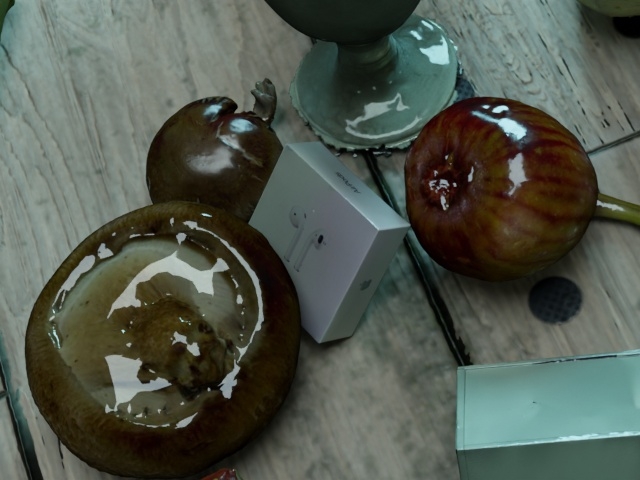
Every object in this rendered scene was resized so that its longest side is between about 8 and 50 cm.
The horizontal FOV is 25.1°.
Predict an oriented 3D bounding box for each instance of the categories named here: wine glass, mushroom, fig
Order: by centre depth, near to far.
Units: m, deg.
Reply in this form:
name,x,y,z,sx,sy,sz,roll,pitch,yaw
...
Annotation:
name,x,y,z,sx,sy,sz,roll,pitch,yaw
mushroom,-0.138,0.089,1.259,0.253,0.153,0.253,-5,62,9
fig,0.179,-0.041,1.280,0.175,0.207,0.175,-1,88,45
wine glass,0.024,-0.242,1.295,0.191,0.357,0.190,-4,59,7
mushroom,-0.095,-0.087,1.393,0.135,0.080,0.170,28,73,14

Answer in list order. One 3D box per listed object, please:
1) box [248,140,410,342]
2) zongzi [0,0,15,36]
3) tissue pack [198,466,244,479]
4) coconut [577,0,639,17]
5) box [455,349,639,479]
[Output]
name,x,y,z,sx,sy,sz,roll,pitch,yaw
box,0.000,0.000,1.297,0.051,0.129,0.130,-10,45,-47
zongzi,-0.441,-0.199,1.527,0.204,0.094,0.204,-3,61,16
tissue pack,-0.113,0.270,1.181,0.149,0.099,0.106,-25,59,-3
coconut,0.341,-0.358,1.331,0.255,0.297,0.297,-8,60,10
box,0.226,0.157,1.150,0.225,0.086,0.129,-7,24,9
